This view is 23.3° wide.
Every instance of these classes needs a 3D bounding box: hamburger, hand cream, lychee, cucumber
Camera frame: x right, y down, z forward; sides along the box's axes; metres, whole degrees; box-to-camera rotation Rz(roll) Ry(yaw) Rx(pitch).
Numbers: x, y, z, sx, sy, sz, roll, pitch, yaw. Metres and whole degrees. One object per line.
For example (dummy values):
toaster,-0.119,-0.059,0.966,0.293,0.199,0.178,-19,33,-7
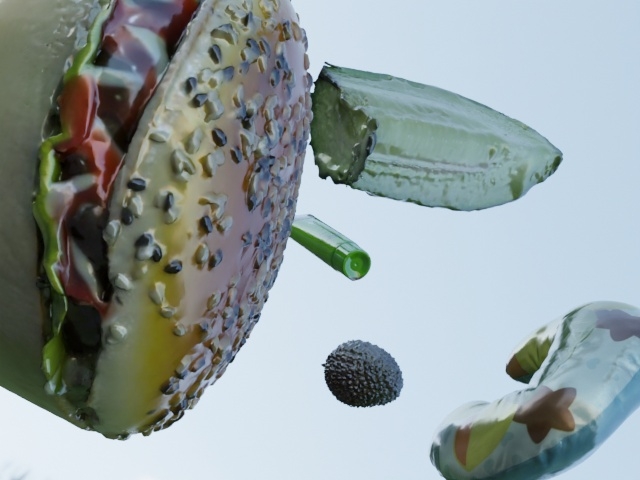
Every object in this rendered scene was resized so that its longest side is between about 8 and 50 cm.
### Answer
hamburger,-0.103,-0.029,0.889,0.176,0.300,0.300,15,-44,9
hand cream,0.000,0.000,1.080,0.122,0.036,0.023,-147,-126,-61
lychee,0.038,0.128,1.465,0.083,0.067,0.068,8,-43,17
cucumber,0.123,-0.103,1.723,0.145,0.325,0.105,50,-57,39

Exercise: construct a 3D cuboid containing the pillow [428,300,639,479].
pillow,0.196,0.136,1.349,0.086,0.233,0.214,53,-28,-11
